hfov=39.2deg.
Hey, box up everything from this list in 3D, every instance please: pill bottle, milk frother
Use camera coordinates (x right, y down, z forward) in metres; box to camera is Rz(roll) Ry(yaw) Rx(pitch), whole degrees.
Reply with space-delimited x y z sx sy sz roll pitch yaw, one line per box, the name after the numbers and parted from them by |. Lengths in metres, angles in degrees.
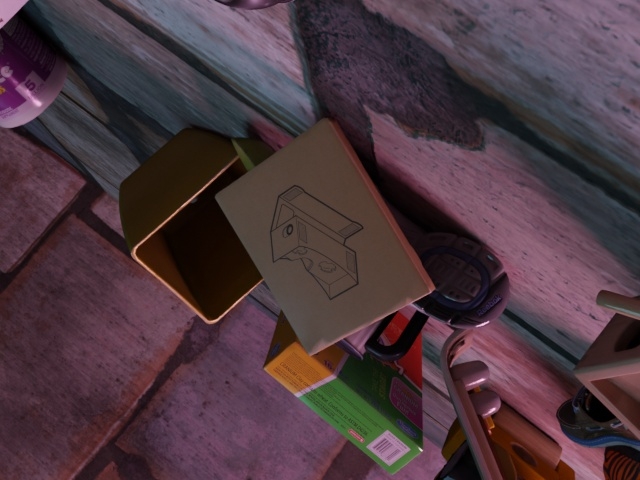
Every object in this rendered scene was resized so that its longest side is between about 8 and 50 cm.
-0.590 -0.344 1.523 0.169 0.169 0.301 27 164 47 | pill bottle
0.065 0.074 1.157 0.129 0.134 0.143 28 165 35 | milk frother

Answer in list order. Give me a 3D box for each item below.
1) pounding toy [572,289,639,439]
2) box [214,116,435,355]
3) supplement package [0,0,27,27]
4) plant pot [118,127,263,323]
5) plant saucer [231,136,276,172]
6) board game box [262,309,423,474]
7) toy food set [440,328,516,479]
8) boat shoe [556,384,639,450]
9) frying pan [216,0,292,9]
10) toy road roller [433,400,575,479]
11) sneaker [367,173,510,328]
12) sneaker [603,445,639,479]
0.273 0.071 0.614 0.181 0.094 0.206 44 160 -1 | pounding toy
0.000 0.000 0.921 0.201 0.164 0.021 59 -151 2 | box
-0.416 -0.364 0.967 0.244 0.134 0.139 38 169 9 | supplement package
-0.178 -0.044 1.349 0.187 0.212 0.212 46 177 45 | plant pot
-0.034 -0.037 1.148 0.241 0.037 0.241 57 176 6 | plant saucer
0.046 0.160 1.331 0.242 0.064 0.316 41 -158 -13 | board game box
0.242 0.264 1.174 0.220 0.093 0.306 56 -166 -74 | toy food set
0.320 0.188 1.002 0.066 0.066 0.183 46 158 -11 | boat shoe
-0.058 -0.220 0.628 0.326 0.053 0.197 32 168 45 | frying pan
0.253 0.418 1.421 0.202 0.240 0.329 38 -163 7 | toy road roller
0.069 0.011 0.988 0.297 0.111 0.129 36 175 19 | sneaker
0.367 0.329 1.078 0.125 0.180 0.321 35 168 19 | sneaker
